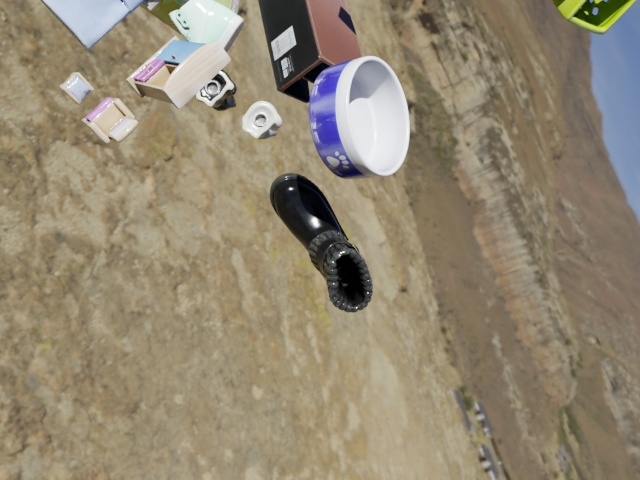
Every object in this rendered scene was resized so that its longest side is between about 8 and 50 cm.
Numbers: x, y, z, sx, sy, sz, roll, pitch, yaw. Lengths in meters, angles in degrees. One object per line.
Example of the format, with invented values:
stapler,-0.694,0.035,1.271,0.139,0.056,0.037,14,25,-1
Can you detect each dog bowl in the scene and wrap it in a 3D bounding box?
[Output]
dog bowl,0.092,-0.271,1.458,0.265,0.104,0.264,6,83,-53

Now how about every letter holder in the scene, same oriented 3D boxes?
letter holder,-0.015,-0.516,1.694,0.214,0.152,0.301,14,56,-47

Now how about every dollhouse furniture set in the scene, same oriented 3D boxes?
dollhouse furniture set,-0.369,-0.372,1.152,0.198,0.286,0.303,25,-22,52

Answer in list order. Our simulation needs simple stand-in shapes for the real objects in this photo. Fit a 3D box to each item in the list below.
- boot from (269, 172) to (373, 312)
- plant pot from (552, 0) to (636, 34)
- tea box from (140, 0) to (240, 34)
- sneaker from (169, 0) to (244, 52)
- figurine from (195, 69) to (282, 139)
boot,0.004,-0.002,1.627,0.348,0.131,0.260,51,8,-18
plant pot,0.713,-0.707,1.698,0.227,0.228,0.207,-2,54,-43
tea box,-0.379,-0.795,1.776,0.323,0.220,0.329,25,71,-54
sneaker,-0.312,-0.461,1.550,0.151,0.256,0.094,35,12,-5
figurine,-0.194,-0.322,1.601,0.215,0.092,0.209,34,2,-4
